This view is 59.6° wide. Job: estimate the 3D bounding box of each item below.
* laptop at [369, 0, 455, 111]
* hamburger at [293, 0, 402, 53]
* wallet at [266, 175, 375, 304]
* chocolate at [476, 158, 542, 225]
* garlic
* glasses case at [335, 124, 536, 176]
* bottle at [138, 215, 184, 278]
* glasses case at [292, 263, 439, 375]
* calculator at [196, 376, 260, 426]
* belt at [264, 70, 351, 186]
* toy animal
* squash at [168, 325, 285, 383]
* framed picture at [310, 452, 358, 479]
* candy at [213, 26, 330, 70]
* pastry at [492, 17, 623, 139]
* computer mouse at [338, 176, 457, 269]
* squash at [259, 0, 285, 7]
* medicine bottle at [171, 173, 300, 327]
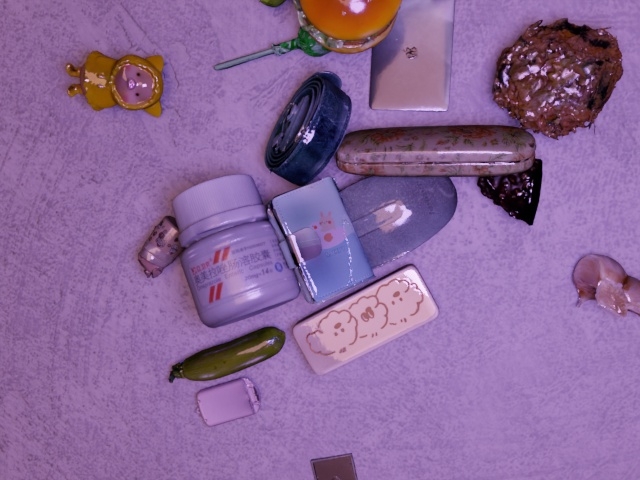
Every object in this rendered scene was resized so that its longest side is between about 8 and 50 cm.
[{"bbox_3d":[0.214,-0.439,1.315,0.188,0.015,0.268,3,94,8],"label":"laptop"},{"bbox_3d":[0.059,-0.524,1.177,0.246,0.170,0.245,0,89,0],"label":"hamburger"},{"bbox_3d":[0.000,0.000,1.230,0.176,0.075,0.250,-23,89,-20],"label":"wallet"},{"bbox_3d":[0.423,-0.122,1.266,0.133,0.156,0.156,12,96,29],"label":"chocolate"},{"bbox_3d":[0.656,0.110,1.261,0.175,0.099,0.124,32,78,0],"label":"garlic"},{"bbox_3d":[0.243,-0.196,1.221,0.426,0.156,0.098,1,118,13],"label":"glasses case"},{"bbox_3d":[-0.396,0.019,1.392,0.099,0.099,0.152,41,97,3],"label":"bottle"},{"bbox_3d":[0.108,0.190,1.344,0.337,0.076,0.144,-30,90,9],"label":"glasses case"},{"bbox_3d":[-0.238,0.413,1.430,0.175,0.032,0.100,-18,91,9],"label":"calculator"},{"bbox_3d":[-0.022,-0.255,1.267,0.116,0.206,0.267,27,93,-28],"label":"belt"},{"bbox_3d":[-0.497,-0.383,1.363,0.230,0.156,0.156,6,95,-3],"label":"toy animal"},{"bbox_3d":[-0.239,0.295,1.397,0.332,0.087,0.087,-20,91,10],"label":"squash"},{"bbox_3d":[0.043,0.619,1.417,0.109,0.011,0.149,-12,93,9],"label":"framed picture"},{"bbox_3d":[-0.109,-0.454,1.337,0.324,0.097,0.097,-12,92,17],"label":"candy"},{"bbox_3d":[0.506,-0.352,1.191,0.275,0.193,0.274,1,96,9],"label":"pastry"},{"bbox_3d":[0.137,-0.052,1.304,0.374,0.114,0.203,-28,90,9],"label":"computer mouse"},{"bbox_3d":[-0.049,-0.671,1.301,0.082,0.082,0.292,35,99,4],"label":"squash"},{"bbox_3d":[-0.201,0.025,1.291,0.245,0.245,0.306,-22,82,9],"label":"medicine bottle"}]
